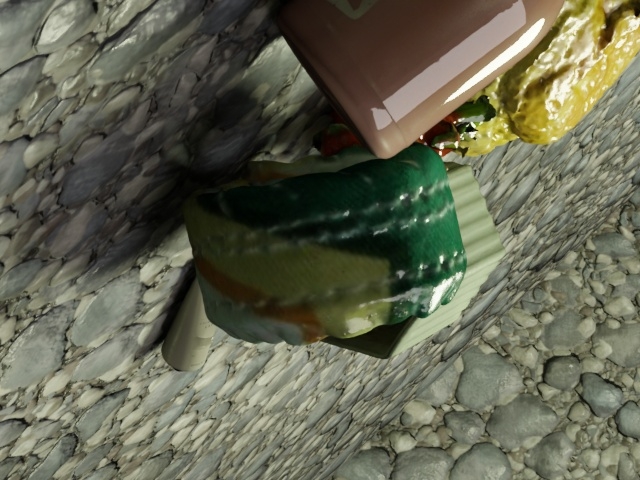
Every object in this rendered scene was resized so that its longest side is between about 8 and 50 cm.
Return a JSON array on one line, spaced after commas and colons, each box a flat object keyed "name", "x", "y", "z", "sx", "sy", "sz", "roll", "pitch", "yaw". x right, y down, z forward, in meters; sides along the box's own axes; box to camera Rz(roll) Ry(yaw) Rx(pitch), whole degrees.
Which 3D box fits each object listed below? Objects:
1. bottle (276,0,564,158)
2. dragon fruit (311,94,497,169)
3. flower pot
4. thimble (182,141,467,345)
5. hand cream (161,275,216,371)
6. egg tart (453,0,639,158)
[{"name": "bottle", "x": 0.112, "y": -0.237, "z": 1.456, "sx": 0.297, "sy": 0.206, "sz": 0.173, "roll": -36, "pitch": 178, "yaw": 2}, {"name": "dragon fruit", "x": 0.094, "y": -0.123, "z": 1.776, "sx": 0.236, "sy": 0.137, "sz": 0.135, "roll": -37, "pitch": 177, "yaw": -25}, {"name": "flower pot", "x": 0.081, "y": 0.011, "z": 1.940, "sx": 0.189, "sy": 0.239, "sz": 0.209, "roll": -22, "pitch": 119, "yaw": -53}, {"name": "thimble", "x": 0.000, "y": 0.000, "z": 1.596, "sx": 0.254, "sy": 0.167, "sz": 0.288, "roll": -16, "pitch": -171, "yaw": -32}, {"name": "hand cream", "x": -0.139, "y": 0.082, "z": 1.859, "sx": 0.087, "sy": 0.054, "sz": 0.186, "roll": -34, "pitch": 154, "yaw": -50}, {"name": "egg tart", "x": 0.288, "y": -0.249, "z": 1.945, "sx": 0.351, "sy": 0.153, "sz": 0.339, "roll": -42, "pitch": 161, "yaw": -16}]
